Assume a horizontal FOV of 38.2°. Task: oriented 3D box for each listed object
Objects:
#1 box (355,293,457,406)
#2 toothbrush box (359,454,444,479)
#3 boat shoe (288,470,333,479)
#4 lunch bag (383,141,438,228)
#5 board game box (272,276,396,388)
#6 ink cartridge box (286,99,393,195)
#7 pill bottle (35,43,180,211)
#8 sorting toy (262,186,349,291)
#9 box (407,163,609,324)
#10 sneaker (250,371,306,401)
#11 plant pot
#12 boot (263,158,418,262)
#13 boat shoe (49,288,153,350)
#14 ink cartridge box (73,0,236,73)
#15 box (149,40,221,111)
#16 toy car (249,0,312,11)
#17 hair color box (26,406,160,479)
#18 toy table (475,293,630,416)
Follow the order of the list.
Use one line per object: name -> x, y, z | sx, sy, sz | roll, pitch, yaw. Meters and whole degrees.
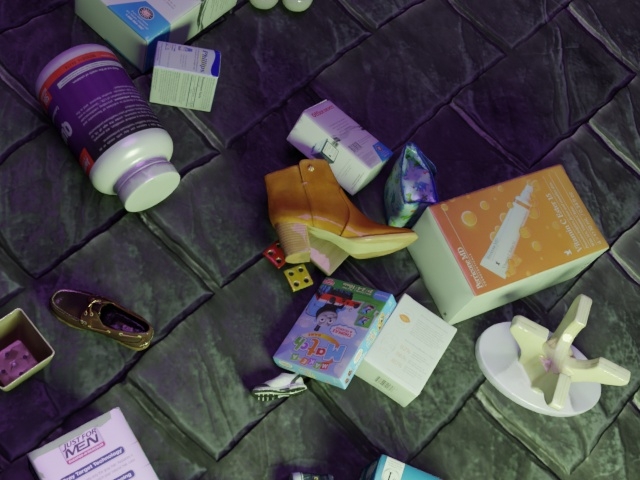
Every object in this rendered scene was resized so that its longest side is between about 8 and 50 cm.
box -> 0.166, 0.217, 1.827 | 0.130, 0.091, 0.170 | 35, 62, 4
toothbrush box -> 0.144, 0.565, 1.631 | 0.216, 0.126, 0.296 | 23, 60, -4
boat shoe -> -0.010, 0.505, 1.654 | 0.083, 0.065, 0.184 | 3, 63, -12
lunch bag -> 0.188, -0.115, 1.975 | 0.096, 0.129, 0.151 | -2, 63, -17
board game box -> 0.029, 0.175, 1.796 | 0.160, 0.039, 0.212 | 13, 55, 32
ink cartridge box -> 0.043, -0.202, 1.978 | 0.190, 0.082, 0.139 | 40, 31, 8
pill bottle -> -0.417, -0.220, 1.837 | 0.181, 0.181, 0.323 | -28, 74, -25
sorting toy -> 0.000, 0.000, 1.916 | 0.132, 0.046, 0.274 | 41, 61, 7
box -> 0.387, 0.007, 1.945 | 0.345, 0.168, 0.215 | -18, 71, -22
sneaker -> -0.083, 0.278, 1.767 | 0.109, 0.040, 0.044 | -3, 49, -20
plant pot -> -0.547, 0.205, 1.642 | 0.109, 0.096, 0.109 | -36, 78, -26
boot -> 0.040, -0.071, 1.876 | 0.294, 0.104, 0.211 | -5, 66, -13
boat shoe -> -0.408, 0.138, 1.727 | 0.206, 0.073, 0.073 | 21, 62, -3
ink cartridge box -> -0.357, -0.553, 2.046 | 0.223, 0.129, 0.307 | 42, 62, 8
box -> -0.289, -0.348, 1.966 | 0.137, 0.126, 0.072 | 9, 61, -11
toy car -> -0.095, -0.630, 2.160 | 0.181, 0.159, 0.136 | 0, 30, -14
hair color box -> -0.338, 0.479, 1.558 | 0.173, 0.105, 0.347 | -26, 74, -25
toy table -> 0.467, 0.241, 1.857 | 0.274, 0.161, 0.252 | 16, 62, -8
